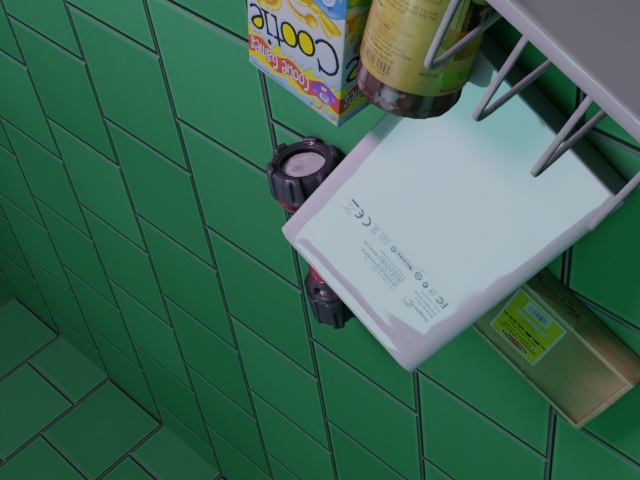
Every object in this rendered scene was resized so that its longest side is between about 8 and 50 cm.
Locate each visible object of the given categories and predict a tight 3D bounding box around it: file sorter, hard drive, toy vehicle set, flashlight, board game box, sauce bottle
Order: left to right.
[{"bbox_3d":[0.000,0.000,1.500,0.103,0.103,0.304,26,143,36],"label":"flashlight"},{"bbox_3d":[0.022,-0.276,1.057,0.144,0.142,0.275,39,151,24],"label":"board game box"},{"bbox_3d":[0.131,-0.032,1.157,0.233,0.047,0.353,48,131,5],"label":"hard drive"},{"bbox_3d":[0.115,-0.264,0.919,0.111,0.111,0.344,39,140,22],"label":"sauce bottle"},{"bbox_3d":[0.258,0.101,1.294,0.267,0.035,0.166,45,154,11],"label":"toy vehicle set"},{"bbox_3d":[0.245,-0.133,0.840,0.278,0.193,0.173,46,157,10],"label":"file sorter"}]
